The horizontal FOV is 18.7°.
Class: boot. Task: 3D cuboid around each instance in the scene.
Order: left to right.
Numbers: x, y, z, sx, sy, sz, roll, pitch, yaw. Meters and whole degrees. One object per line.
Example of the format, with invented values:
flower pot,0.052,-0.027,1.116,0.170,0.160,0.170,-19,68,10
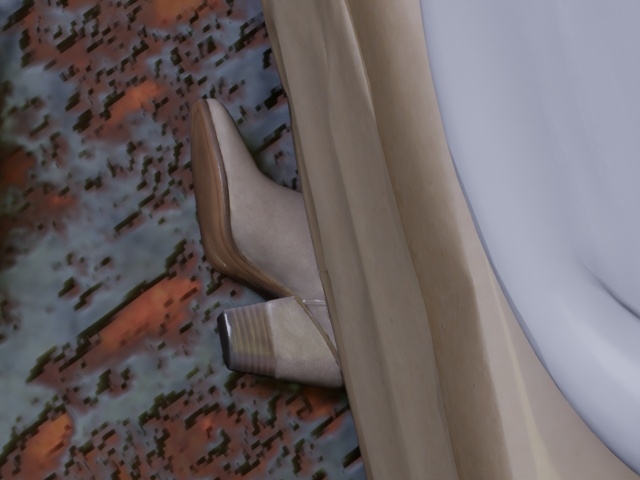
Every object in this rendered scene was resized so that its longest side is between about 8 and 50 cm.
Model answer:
boot,0.000,0.000,0.747,0.087,0.042,0.118,-7,89,-15

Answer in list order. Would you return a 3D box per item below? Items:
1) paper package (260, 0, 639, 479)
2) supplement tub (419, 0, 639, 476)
paper package,0.164,-0.024,0.687,0.325,0.168,0.309,-12,88,-15
supplement tub,0.207,-0.074,0.499,0.316,0.228,0.228,-16,89,-16
